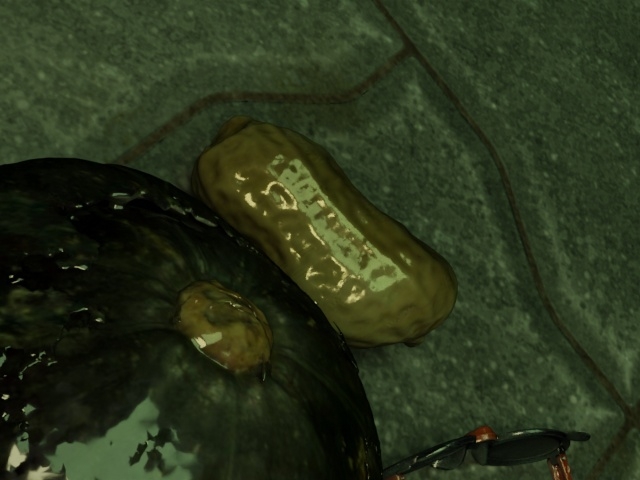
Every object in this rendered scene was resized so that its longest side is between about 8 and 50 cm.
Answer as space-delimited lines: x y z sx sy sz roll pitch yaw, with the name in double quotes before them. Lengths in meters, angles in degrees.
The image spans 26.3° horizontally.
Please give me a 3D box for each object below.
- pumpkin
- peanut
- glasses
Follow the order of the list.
"pumpkin" -0.158 0.150 0.997 0.454 0.344 0.454 24 46 -28
"peanut" -0.001 0.007 1.314 0.291 0.143 0.159 41 41 -10
"glasses" 0.181 0.313 1.322 0.234 0.118 0.268 0 69 -38
